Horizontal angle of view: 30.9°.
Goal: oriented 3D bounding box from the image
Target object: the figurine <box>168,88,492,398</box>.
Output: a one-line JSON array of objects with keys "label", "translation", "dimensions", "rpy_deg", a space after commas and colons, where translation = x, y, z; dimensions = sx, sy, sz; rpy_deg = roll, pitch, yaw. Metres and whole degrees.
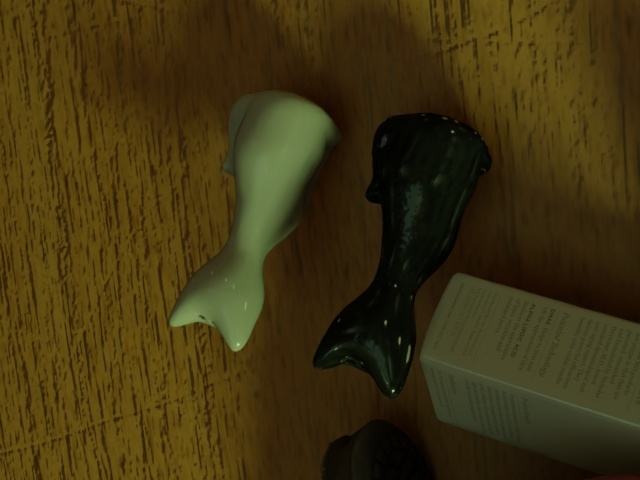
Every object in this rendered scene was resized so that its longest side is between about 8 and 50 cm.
[{"label": "figurine", "translation": [0.000, 0.000, 0.894], "dimensions": [0.215, 0.092, 0.209], "rpy_deg": [12, 72, 25]}]

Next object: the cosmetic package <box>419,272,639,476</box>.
[{"label": "cosmetic package", "translation": [0.197, 0.111, 0.858], "dimensions": [0.231, 0.085, 0.117], "rpy_deg": [15, 153, 22]}]

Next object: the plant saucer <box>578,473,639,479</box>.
[{"label": "plant saucer", "translation": [0.223, 0.288, 0.827], "dimensions": [0.332, 0.084, 0.332], "rpy_deg": [4, 120, 7]}]

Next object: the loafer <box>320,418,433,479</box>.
[{"label": "loafer", "translation": [0.026, 0.330, 1.002], "dimensions": [0.130, 0.134, 0.366], "rpy_deg": [4, 105, 26]}]
